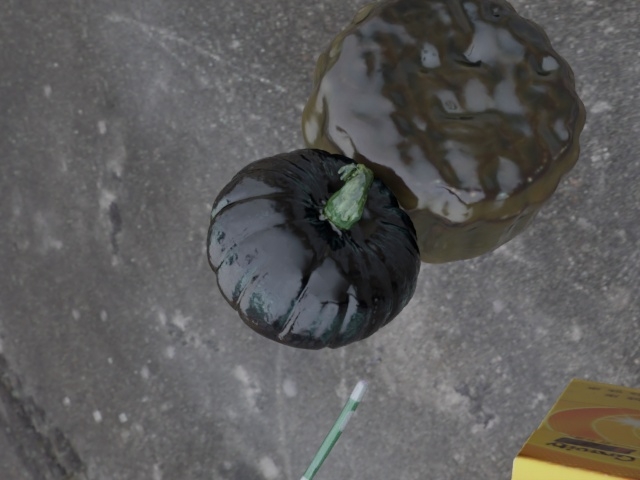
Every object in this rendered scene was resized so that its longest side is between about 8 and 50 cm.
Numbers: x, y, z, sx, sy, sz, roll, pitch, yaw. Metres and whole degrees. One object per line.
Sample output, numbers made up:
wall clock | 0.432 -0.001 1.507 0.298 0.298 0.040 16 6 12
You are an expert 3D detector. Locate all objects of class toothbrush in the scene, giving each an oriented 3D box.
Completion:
toothbrush | -0.007 0.291 1.100 0.024 0.018 0.257 33 93 43

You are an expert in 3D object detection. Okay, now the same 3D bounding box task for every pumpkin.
pumpkin | -0.005 0.007 0.752 0.194 0.194 0.150 64 169 7

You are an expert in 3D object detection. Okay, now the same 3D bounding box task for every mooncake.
mooncake | 0.128 -0.129 0.893 0.290 0.290 0.161 59 164 13

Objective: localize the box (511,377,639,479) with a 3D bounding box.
box | 0.219 0.138 0.538 0.152 0.269 0.043 6 93 23
